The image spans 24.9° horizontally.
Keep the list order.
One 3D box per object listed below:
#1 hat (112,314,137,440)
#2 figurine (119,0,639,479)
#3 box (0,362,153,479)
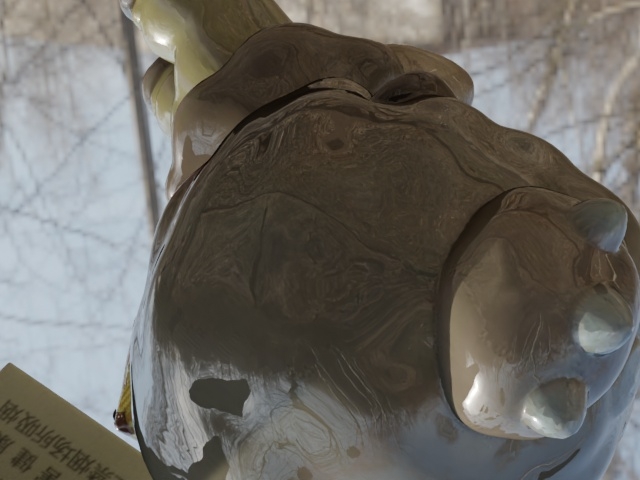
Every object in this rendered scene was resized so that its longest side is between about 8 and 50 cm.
[{"bbox_3d":[-0.168,0.168,1.441,0.082,0.193,0.193,-23,-159,-29],"label":"hat"},{"bbox_3d":[0.000,-0.001,0.643,0.203,0.248,0.380,2,-144,-27],"label":"figurine"},{"bbox_3d":[-0.198,0.211,0.816,0.164,0.069,0.256,30,-121,19],"label":"box"}]
